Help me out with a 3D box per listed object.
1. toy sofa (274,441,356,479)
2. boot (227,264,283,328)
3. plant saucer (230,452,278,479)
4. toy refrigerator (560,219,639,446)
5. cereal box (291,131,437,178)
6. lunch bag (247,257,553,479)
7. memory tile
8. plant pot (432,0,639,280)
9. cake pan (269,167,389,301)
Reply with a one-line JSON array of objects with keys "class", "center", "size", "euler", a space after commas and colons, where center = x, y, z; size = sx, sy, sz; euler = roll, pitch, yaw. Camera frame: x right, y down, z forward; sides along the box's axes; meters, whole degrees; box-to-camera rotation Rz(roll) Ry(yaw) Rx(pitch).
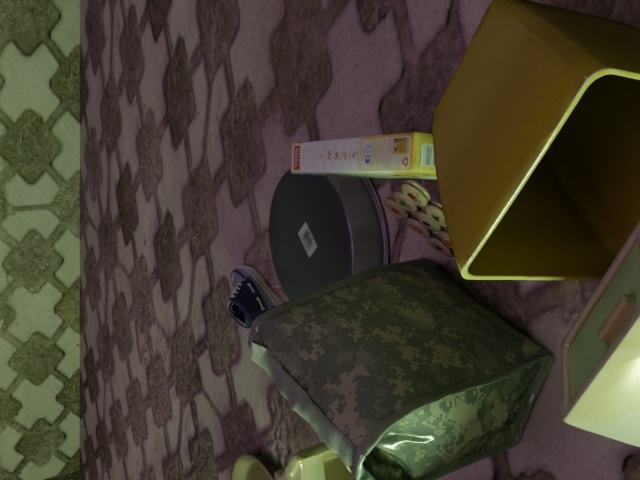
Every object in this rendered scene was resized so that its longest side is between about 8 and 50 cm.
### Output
[{"class": "toy sofa", "center": [0.070, 0.485, 1.021], "size": [0.362, 0.150, 0.177], "euler": [60, 147, 30]}, {"class": "boot", "center": [-0.150, 0.106, 1.332], "size": [0.190, 0.086, 0.069], "euler": [35, 125, 49]}, {"class": "plant saucer", "center": [-0.112, 0.579, 1.425], "size": [0.278, 0.041, 0.278], "euler": [20, 114, 54]}, {"class": "toy refrigerator", "center": [0.290, 0.048, 0.565], "size": [0.102, 0.094, 0.269], "euler": [-68, -6, -48]}, {"class": "cereal box", "center": [0.097, -0.098, 0.823], "size": [0.240, 0.173, 0.047], "euler": [9, 98, 55]}, {"class": "lunch bag", "center": [0.080, 0.158, 0.804], "size": [0.235, 0.287, 0.169], "euler": [42, 130, 44]}, {"class": "memory tile", "center": [0.143, -0.011, 0.818], "size": [0.148, 0.012, 0.113], "euler": [40, 166, -2]}, {"class": "plant pot", "center": [0.221, -0.102, 0.620], "size": [0.187, 0.212, 0.212], "euler": [-111, 33, -41]}, {"class": "cake pan", "center": [0.000, 0.000, 1.107], "size": [0.293, 0.054, 0.293], "euler": [17, 111, 55]}]
